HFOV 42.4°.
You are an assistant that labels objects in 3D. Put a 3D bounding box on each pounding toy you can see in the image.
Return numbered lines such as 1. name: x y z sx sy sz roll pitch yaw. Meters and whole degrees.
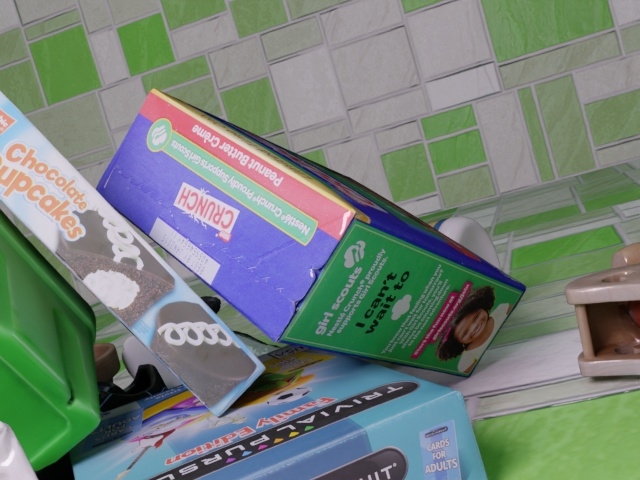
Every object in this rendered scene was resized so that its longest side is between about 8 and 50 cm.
1. pounding toy: 0.286 0.028 0.671 0.154 0.154 0.269 -13 4 -9

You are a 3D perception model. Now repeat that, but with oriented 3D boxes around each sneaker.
1. sneaker: -0.245 0.203 0.844 0.081 0.090 0.232 -12 6 37

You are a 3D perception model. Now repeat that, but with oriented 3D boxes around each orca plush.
1. orca plush: -0.099 0.144 0.990 0.287 0.151 0.102 -17 -27 24

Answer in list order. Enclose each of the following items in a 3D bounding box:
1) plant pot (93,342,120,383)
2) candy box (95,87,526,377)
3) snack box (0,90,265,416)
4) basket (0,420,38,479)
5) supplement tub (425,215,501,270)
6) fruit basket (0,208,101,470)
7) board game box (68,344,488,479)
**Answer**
1. plant pot: -0.345 0.210 0.977 0.238 0.109 0.237 -16 6 2
2. candy box: 0.000 0.000 0.770 0.268 0.122 0.317 35 11 37
3. snack box: -0.191 0.002 0.700 0.060 0.322 0.187 -44 12 -12
4. basket: -0.199 0.193 0.416 0.103 0.167 0.113 -21 2 33
5. supplement tub: 0.105 0.057 1.006 0.200 0.144 0.144 -13 6 34
6. fruit basket: -0.389 0.118 0.700 0.392 0.283 0.392 -18 40 16
7. board game box: -0.064 0.172 0.668 0.254 0.079 0.336 -18 5 -19
